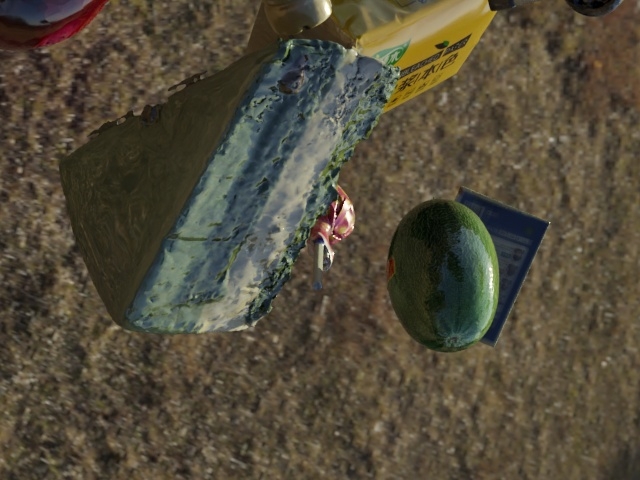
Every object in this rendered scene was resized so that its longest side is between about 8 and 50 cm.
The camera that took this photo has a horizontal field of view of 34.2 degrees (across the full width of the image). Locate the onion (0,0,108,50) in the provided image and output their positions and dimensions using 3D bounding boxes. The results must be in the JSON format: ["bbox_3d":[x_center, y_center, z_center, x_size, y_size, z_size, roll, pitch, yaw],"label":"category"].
[{"bbox_3d":[-0.182,-0.183,0.631,0.131,0.131,0.131,-8,102,-42],"label":"onion"}]

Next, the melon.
[{"bbox_3d":[0.197,0.046,1.685,0.182,0.182,0.288,40,40,-39],"label":"melon"}]

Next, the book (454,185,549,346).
[{"bbox_3d":[0.362,0.062,2.396,0.228,0.018,0.323,23,100,-4],"label":"book"}]

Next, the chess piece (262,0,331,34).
[{"bbox_3d":[-0.034,-0.210,0.746,0.066,0.066,0.122,-45,125,-29],"label":"chess piece"}]

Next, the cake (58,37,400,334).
[{"bbox_3d":[-0.059,-0.029,0.826,0.158,0.283,0.172,-1,74,-46],"label":"cake"}]

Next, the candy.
[{"bbox_3d":[0.000,0.000,1.818,0.124,0.365,0.124,0,113,0],"label":"candy"}]

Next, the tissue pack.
[{"bbox_3d":[0.094,-0.359,1.720,0.381,0.293,0.228,-29,74,-31],"label":"tissue pack"}]

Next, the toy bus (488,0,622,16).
[{"bbox_3d":[0.395,-0.419,1.189,0.209,0.439,0.249,-44,121,-44],"label":"toy bus"}]
